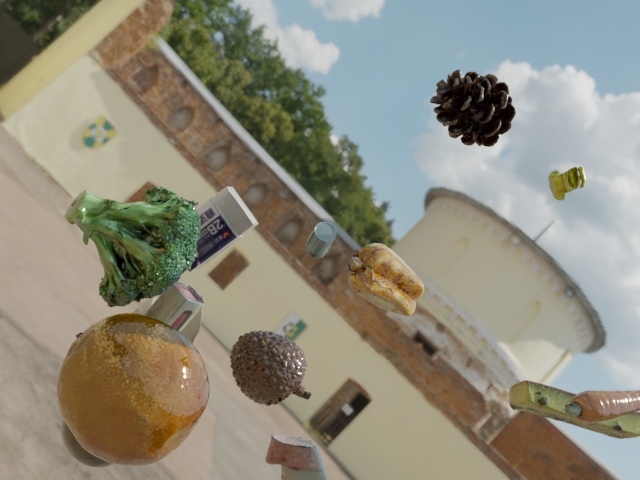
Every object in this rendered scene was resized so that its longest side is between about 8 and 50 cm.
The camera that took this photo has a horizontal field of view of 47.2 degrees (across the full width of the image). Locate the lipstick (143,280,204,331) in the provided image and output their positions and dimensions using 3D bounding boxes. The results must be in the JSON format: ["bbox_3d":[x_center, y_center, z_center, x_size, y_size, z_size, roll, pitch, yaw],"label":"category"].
[{"bbox_3d":[-0.383,0.211,1.693,0.077,0.253,0.079,46,8,31],"label":"lipstick"}]

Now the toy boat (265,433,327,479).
[{"bbox_3d":[-0.070,0.675,1.966,0.206,0.282,0.096,5,0,37],"label":"toy boat"}]

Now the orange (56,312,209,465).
[{"bbox_3d":[-0.327,0.253,1.272,0.264,0.264,0.264,45,-7,7],"label":"orange"}]

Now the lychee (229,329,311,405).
[{"bbox_3d":[-0.125,0.330,1.860,0.238,0.200,0.200,38,-8,9],"label":"lychee"}]

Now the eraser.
[{"bbox_3d":[-0.277,-0.028,1.850,0.124,0.210,0.068,55,11,3],"label":"eraser"}]

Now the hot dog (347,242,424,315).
[{"bbox_3d":[0.116,0.070,1.364,0.076,0.102,0.249,26,-5,36],"label":"hot dog"}]

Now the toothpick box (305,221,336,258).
[{"bbox_3d":[0.000,0.000,1.627,0.052,0.052,0.083,44,-30,9],"label":"toothpick box"}]

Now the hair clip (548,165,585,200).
[{"bbox_3d":[0.538,-0.124,1.618,0.173,0.046,0.072,-19,95,-87],"label":"hair clip"}]

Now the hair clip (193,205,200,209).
[{"bbox_3d":[-0.387,-0.022,2.110,0.113,0.282,0.172,22,-60,56],"label":"hair clip"}]

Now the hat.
[{"bbox_3d":[-0.488,0.241,2.330,0.164,0.226,0.219,37,32,-33],"label":"hat"}]

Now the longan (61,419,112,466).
[{"bbox_3d":[-0.553,0.469,1.853,0.196,0.196,0.220,47,9,-13],"label":"longan"}]

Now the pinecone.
[{"bbox_3d":[0.489,-0.429,2.354,0.309,0.244,0.244,15,16,-43],"label":"pinecone"}]

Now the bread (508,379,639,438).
[{"bbox_3d":[0.706,0.472,2.038,0.361,0.077,0.138,17,-19,-7],"label":"bread"}]

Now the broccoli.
[{"bbox_3d":[-0.378,-0.002,1.444,0.254,0.269,0.269,15,-30,53],"label":"broccoli"}]

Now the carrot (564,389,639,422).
[{"bbox_3d":[0.660,0.350,1.596,0.069,0.336,0.069,5,-84,63],"label":"carrot"}]
